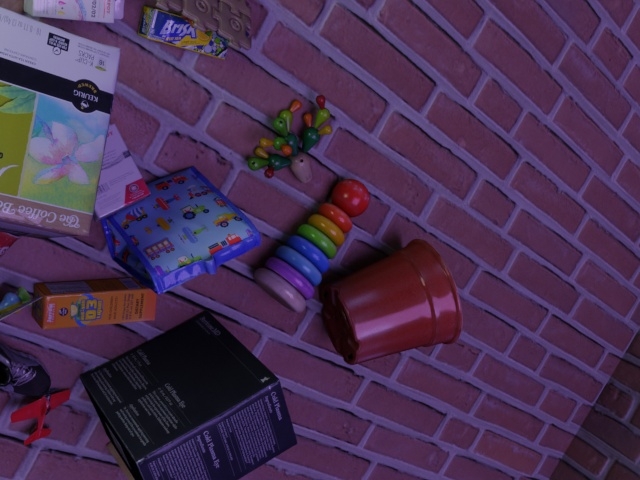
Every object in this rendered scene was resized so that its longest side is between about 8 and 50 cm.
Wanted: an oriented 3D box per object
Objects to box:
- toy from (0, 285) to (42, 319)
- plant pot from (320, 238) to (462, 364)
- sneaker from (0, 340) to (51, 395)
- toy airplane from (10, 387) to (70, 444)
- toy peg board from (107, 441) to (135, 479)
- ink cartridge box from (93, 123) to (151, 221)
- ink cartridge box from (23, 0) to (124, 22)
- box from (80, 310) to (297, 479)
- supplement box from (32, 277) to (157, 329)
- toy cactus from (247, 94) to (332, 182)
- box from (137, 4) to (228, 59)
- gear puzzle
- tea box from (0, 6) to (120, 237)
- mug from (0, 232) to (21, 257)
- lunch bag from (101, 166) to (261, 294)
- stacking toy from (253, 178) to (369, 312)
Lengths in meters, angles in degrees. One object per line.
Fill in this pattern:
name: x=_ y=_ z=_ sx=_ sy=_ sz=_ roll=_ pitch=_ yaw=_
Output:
toy: x=-0.633 y=0.140 z=1.515 sx=0.237 sy=0.136 sz=0.056 roll=-27 pitch=100 yaw=-41
plant pot: x=0.157 y=0.162 z=2.040 sx=0.264 sy=0.272 sz=0.273 roll=-17 pitch=120 yaw=-19
sneaker: x=-0.596 y=0.256 z=1.616 sx=0.086 sy=0.132 sz=0.229 roll=-49 pitch=129 yaw=-7
toy airplane: x=-0.570 y=0.359 z=1.724 sx=0.151 sy=0.028 sz=0.151 roll=-42 pitch=155 yaw=-24
toy peg board: x=-0.358 y=0.480 z=1.879 sx=0.161 sy=0.160 sz=0.079 roll=-34 pitch=142 yaw=-18
ink cartridge box: x=-0.404 y=-0.127 z=1.585 sx=0.109 sy=0.063 sz=0.151 roll=-28 pitch=94 yaw=-23
ink cartridge box: x=-0.416 y=-0.439 z=1.475 sx=0.181 sy=0.061 sz=0.105 roll=-5 pitch=113 yaw=-34
box: x=-0.274 y=0.349 z=1.748 sx=0.312 sy=0.343 sz=0.179 roll=-27 pitch=123 yaw=-21
supplement box: x=-0.450 y=0.125 z=1.697 sx=0.233 sy=0.080 sz=0.078 roll=-2 pitch=109 yaw=-32
toy cactus: x=-0.050 y=-0.197 z=1.830 sx=0.219 sy=0.112 sz=0.181 roll=-47 pitch=139 yaw=-20
box: x=-0.258 y=-0.395 z=1.612 sx=0.168 sy=0.054 sz=0.059 roll=7 pitch=105 yaw=-38
gear puzzle: x=-0.265 y=-0.463 z=1.534 sx=0.338 sy=0.044 sz=0.176 roll=22 pitch=53 yaw=-39
tea box: x=-0.532 y=-0.187 z=1.345 sx=0.328 sy=0.220 sz=0.324 roll=13 pitch=81 yaw=-38
mug: x=-0.645 y=0.012 z=1.507 sx=0.150 sy=0.113 sz=0.169 roll=39 pitch=90 yaw=2
lunch bag: x=-0.266 y=-0.010 z=1.624 sx=0.220 sy=0.293 sz=0.138 roll=-24 pitch=122 yaw=-24
stacking toy: x=0.000 y=0.000 z=1.932 sx=0.330 sy=0.141 sz=0.141 roll=-51 pitch=130 yaw=-12
